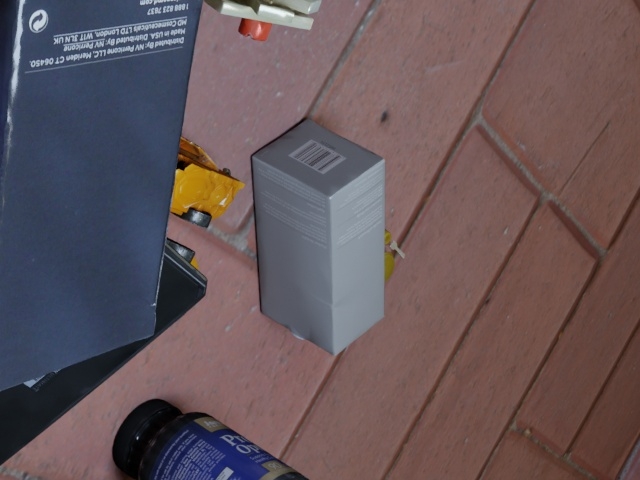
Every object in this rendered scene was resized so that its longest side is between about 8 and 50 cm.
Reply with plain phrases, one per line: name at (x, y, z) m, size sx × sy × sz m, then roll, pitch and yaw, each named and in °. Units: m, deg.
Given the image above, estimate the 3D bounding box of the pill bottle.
pill bottle at (-0.122, 0.265, 1.558) m, size 0.123 × 0.219 × 0.123 m, roll -35°, pitch 139°, yaw -37°

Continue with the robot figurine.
robot figurine at (-0.198, -0.030, 1.361) m, size 0.291 × 0.085 × 0.211 m, roll 20°, pitch 96°, yaw -58°

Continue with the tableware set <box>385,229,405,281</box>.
tableware set at (0.045, 0.051, 1.823) m, size 0.154 × 0.024 × 0.104 m, roll -54°, pitch 144°, yaw -10°

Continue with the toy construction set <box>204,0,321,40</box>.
toy construction set at (-0.074, -0.346, 1.261) m, size 0.215 × 0.151 × 0.328 m, roll -7°, pitch 108°, yaw -53°

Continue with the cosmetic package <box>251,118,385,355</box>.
cosmetic package at (0.000, 0.000, 1.624) m, size 0.107 × 0.127 × 0.238 m, roll -37°, pitch 142°, yaw -33°

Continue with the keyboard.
keyboard at (-0.274, 0.087, 1.278) m, size 0.317 × 0.033 × 0.201 m, roll -39°, pitch 132°, yaw 8°

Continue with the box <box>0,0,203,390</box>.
box at (-0.260, -0.093, 1.027) m, size 0.182 × 0.296 × 0.294 m, roll -20°, pitch 129°, yaw -48°
